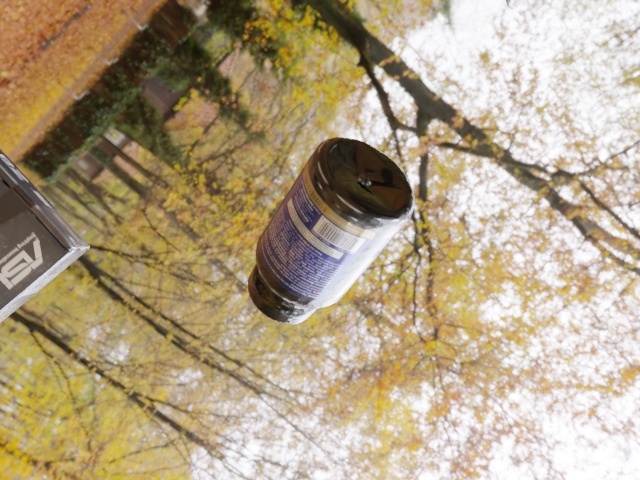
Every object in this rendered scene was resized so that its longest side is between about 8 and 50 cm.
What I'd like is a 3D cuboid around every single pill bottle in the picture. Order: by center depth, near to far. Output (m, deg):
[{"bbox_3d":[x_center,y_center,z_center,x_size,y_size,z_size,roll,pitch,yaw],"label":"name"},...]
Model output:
[{"bbox_3d":[0.000,0.000,0.697,0.219,0.122,0.123,-53,-168,41],"label":"pill bottle"}]

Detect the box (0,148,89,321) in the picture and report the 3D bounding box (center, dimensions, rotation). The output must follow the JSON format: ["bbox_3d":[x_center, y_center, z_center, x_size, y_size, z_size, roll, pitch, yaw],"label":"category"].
[{"bbox_3d":[-0.503,0.018,0.630,0.395,0.318,0.097,-41,-172,-8],"label":"box"}]

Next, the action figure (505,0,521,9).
[{"bbox_3d":[0.306,-0.231,0.515,0.330,0.178,0.341,28,-71,36],"label":"action figure"}]
